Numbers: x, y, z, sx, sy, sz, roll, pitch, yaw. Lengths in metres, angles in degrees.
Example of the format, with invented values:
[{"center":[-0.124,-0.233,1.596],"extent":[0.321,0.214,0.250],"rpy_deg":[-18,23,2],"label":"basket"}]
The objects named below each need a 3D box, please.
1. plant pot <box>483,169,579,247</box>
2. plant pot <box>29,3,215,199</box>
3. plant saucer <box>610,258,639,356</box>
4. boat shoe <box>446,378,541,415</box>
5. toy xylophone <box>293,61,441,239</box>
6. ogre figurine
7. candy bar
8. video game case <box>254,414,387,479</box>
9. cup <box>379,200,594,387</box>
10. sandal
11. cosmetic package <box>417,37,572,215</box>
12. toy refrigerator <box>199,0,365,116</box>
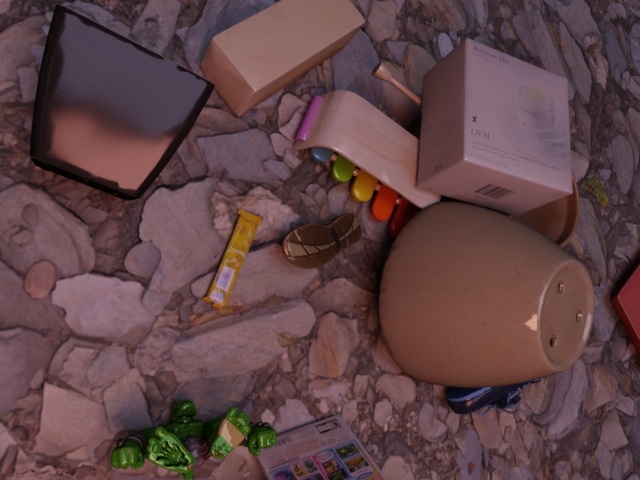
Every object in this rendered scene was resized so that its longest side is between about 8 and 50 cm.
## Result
[{"center":[0.414,-0.087,1.102],"extent":[0.237,0.109,0.238],"rpy_deg":[6,77,-30],"label":"plant pot"},{"center":[-0.272,-0.150,0.683],"extent":[0.187,0.188,0.167],"rpy_deg":[23,84,-25],"label":"plant pot"},{"center":[0.831,0.173,1.336],"extent":[0.258,0.047,0.259],"rpy_deg":[-37,101,-30],"label":"plant saucer"},{"center":[0.348,0.276,1.003],"extent":[0.258,0.109,0.089],"rpy_deg":[-16,93,-29],"label":"boat shoe"},{"center":[0.121,-0.164,0.960],"extent":[0.322,0.081,0.236],"rpy_deg":[39,65,-19],"label":"toy xylophone"},{"center":[-0.171,0.262,0.694],"extent":[0.196,0.118,0.097],"rpy_deg":[-19,87,-33],"label":"ogre figurine"},{"center":[-0.134,0.027,0.815],"extent":[0.040,0.018,0.162],"rpy_deg":[27,69,-20],"label":"candy bar"},{"center":[-0.001,0.332,0.780],"extent":[0.157,0.143,0.019],"rpy_deg":[-8,124,-31],"label":"video game case"},{"center":[0.295,0.102,0.881],"extent":[0.330,0.236,0.332],"rpy_deg":[-4,97,-37],"label":"cup"},{"center":[0.000,0.000,0.886],"extent":[0.180,0.049,0.072],"rpy_deg":[-24,100,-46],"label":"sandal"},{"center":[0.301,-0.189,0.926],"extent":[0.223,0.138,0.225],"rpy_deg":[12,71,-21],"label":"cosmetic package"},{"center":[-0.059,-0.322,0.880],"extent":[0.269,0.094,0.102],"rpy_deg":[-43,96,-29],"label":"toy refrigerator"}]
